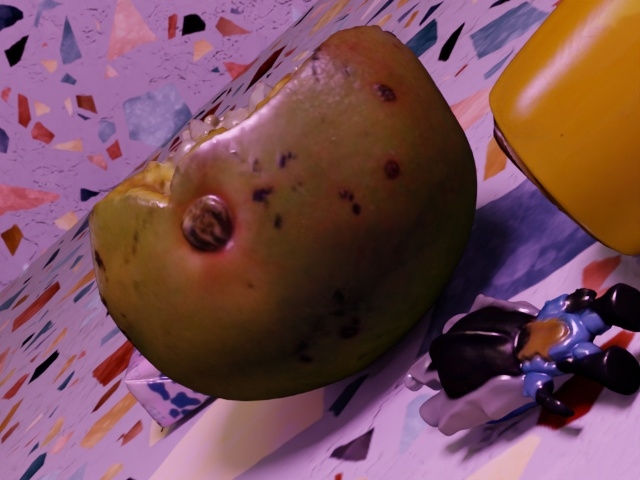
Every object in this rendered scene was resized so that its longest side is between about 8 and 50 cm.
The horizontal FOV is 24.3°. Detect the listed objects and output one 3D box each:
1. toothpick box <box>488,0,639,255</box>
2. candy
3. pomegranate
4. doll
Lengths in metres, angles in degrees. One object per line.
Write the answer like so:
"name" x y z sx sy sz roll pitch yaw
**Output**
"toothpick box" 0.233 -0.117 0.887 0.271 0.175 0.175 -43 14 19
"candy" -0.133 0.109 1.446 0.092 0.073 0.160 -36 15 13
"pomegranate" 0.000 0.000 1.165 0.310 0.216 0.358 -40 -15 18
"doll" 0.112 0.070 0.891 0.195 0.070 0.096 -18 46 52
